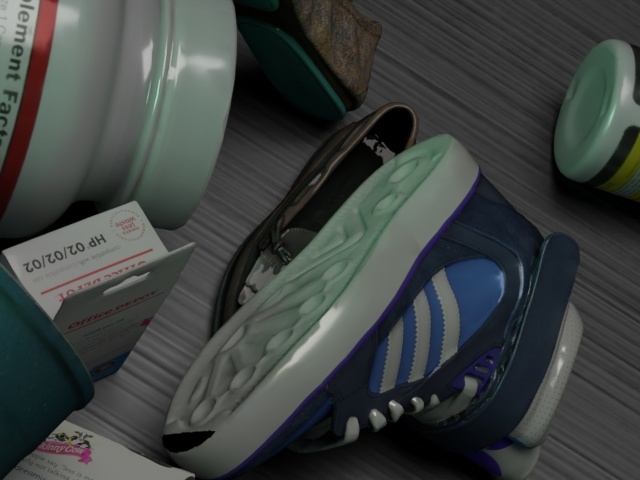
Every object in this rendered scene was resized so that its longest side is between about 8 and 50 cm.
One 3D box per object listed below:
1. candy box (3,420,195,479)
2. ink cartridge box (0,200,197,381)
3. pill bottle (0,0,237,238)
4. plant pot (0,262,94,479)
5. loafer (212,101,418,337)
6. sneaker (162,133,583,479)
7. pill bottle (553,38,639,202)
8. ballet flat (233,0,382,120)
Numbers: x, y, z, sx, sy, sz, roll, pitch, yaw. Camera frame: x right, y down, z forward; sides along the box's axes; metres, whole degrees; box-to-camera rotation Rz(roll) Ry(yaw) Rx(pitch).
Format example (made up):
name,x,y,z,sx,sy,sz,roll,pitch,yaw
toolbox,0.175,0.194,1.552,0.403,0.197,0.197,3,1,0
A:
name,x,y,z,sx,sy,sz,roll,pitch,yaw
candy box,-0.192,0.200,1.210,0.165,0.070,0.196,22,51,12
ink cartridge box,-0.160,0.039,1.283,0.104,0.181,0.061,-23,72,-34
pill bottle,-0.272,-0.128,1.306,0.407,0.229,0.229,11,56,-19
plant pot,-0.309,0.094,1.099,0.271,0.271,0.255,39,73,2
loafer,0.000,0.000,1.443,0.096,0.084,0.267,31,52,-7
sneaker,0.063,0.107,1.354,0.236,0.130,0.323,54,56,-19
pill bottle,0.306,-0.077,1.612,0.208,0.119,0.119,18,54,-14
ballet flat,-0.035,-0.202,1.438,0.107,0.316,0.106,21,75,26
